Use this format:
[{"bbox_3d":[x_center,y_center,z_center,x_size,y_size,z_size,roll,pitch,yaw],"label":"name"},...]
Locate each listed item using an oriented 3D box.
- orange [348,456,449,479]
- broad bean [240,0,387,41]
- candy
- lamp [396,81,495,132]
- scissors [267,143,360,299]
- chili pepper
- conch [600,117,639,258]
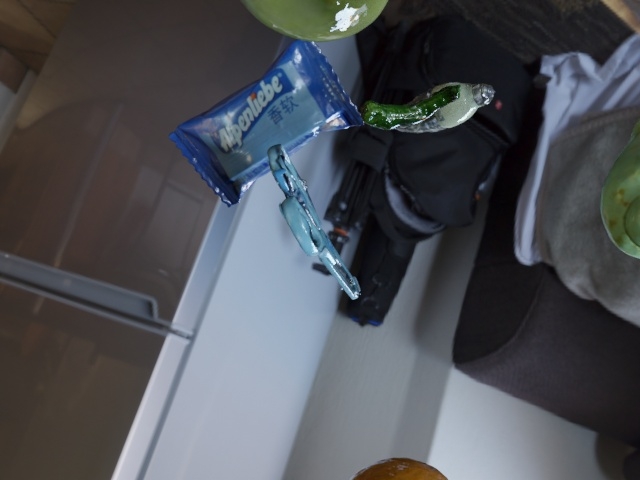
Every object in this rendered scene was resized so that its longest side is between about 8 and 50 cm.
[{"bbox_3d":[0.119,0.444,0.961,0.219,0.219,0.193,21,163,-8],"label":"orange"},{"bbox_3d":[-0.014,-0.371,0.731,0.119,0.238,0.291,39,164,51],"label":"broad bean"},{"bbox_3d":[-0.101,-0.199,1.118,0.331,0.077,0.187,-31,102,22],"label":"candy"},{"bbox_3d":[0.267,-0.295,1.410,0.250,0.101,0.101,-13,147,42],"label":"lamp"},{"bbox_3d":[-0.001,0.000,1.018,0.032,0.180,0.393,-21,146,9],"label":"scissors"},{"bbox_3d":[0.106,-0.149,0.735,0.118,0.035,0.055,-10,169,9],"label":"chili pepper"},{"bbox_3d":[0.448,-0.071,0.796,0.143,0.250,0.137,4,117,40],"label":"conch"}]
